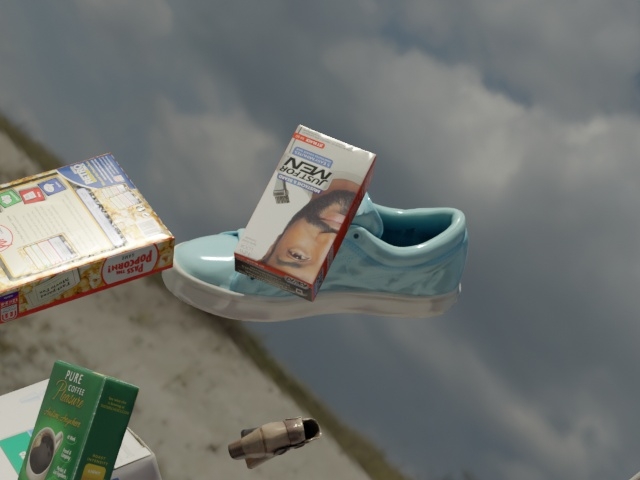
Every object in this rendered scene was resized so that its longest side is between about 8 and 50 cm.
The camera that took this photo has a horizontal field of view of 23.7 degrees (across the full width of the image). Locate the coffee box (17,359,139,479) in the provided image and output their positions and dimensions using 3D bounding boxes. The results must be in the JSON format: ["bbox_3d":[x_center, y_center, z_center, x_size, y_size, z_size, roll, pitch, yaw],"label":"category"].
[{"bbox_3d":[-0.223,0.203,1.342,0.040,0.184,0.113,21,-9,-31],"label":"coffee box"}]

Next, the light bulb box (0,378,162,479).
[{"bbox_3d":[-0.325,0.410,1.996,0.358,0.225,0.361,30,-44,62],"label":"light bulb box"}]

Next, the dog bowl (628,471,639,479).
[{"bbox_3d":[0.302,0.332,1.434,0.102,0.349,0.349,42,-16,-1],"label":"dog bowl"}]

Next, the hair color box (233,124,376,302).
[{"bbox_3d":[-0.015,-0.030,1.612,0.093,0.167,0.053,22,-23,9],"label":"hair color box"}]

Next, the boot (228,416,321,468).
[{"bbox_3d":[-0.041,0.204,1.565,0.118,0.087,0.042,11,62,-77],"label":"boot"}]

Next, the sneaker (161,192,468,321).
[{"bbox_3d":[0.000,0.000,1.779,0.135,0.366,0.150,-118,-146,-51],"label":"sneaker"}]

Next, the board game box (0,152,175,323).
[{"bbox_3d":[-0.265,-0.006,1.525,0.147,0.193,0.045,50,-34,36],"label":"board game box"}]
